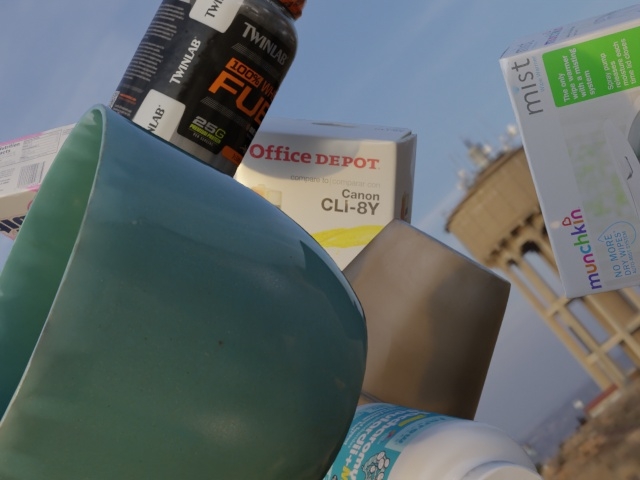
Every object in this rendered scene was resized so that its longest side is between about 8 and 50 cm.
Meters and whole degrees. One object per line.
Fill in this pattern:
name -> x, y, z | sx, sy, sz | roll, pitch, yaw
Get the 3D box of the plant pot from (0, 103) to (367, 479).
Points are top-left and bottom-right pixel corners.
plant pot -> -0.110, 0.081, 0.796 | 0.235, 0.293, 0.293 | 23, -49, -22

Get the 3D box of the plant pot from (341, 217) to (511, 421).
plant pot -> 0.118, 0.134, 1.534 | 0.280, 0.323, 0.323 | -60, -16, 3

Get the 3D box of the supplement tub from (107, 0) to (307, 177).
supplement tub -> -0.166, -0.234, 1.568 | 0.338, 0.207, 0.207 | -63, -14, -3

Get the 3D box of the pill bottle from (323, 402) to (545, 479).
pill bottle -> 0.098, 0.226, 0.971 | 0.146, 0.146, 0.264 | -33, 10, -21

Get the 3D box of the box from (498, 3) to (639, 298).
box -> 0.329, -0.101, 1.098 | 0.231, 0.262, 0.127 | -12, 15, 22

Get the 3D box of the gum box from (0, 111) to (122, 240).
gum box -> -0.230, -0.047, 1.004 | 0.188, 0.062, 0.107 | -10, -30, 27

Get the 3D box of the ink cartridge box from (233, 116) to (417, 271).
ink cartridge box -> 0.000, 0.000, 1.831 | 0.160, 0.279, 0.384 | -35, -50, -71
